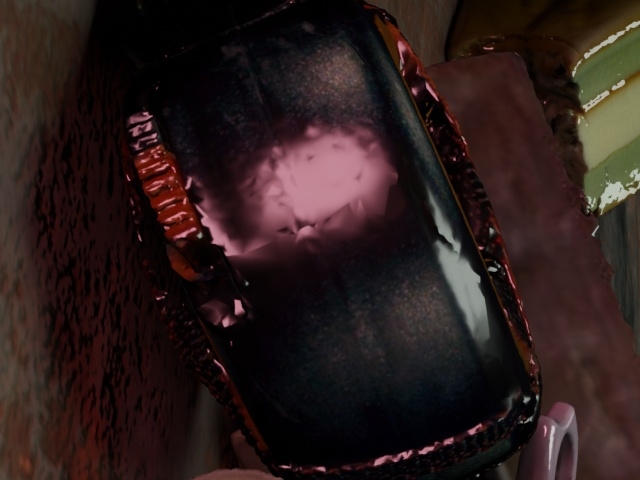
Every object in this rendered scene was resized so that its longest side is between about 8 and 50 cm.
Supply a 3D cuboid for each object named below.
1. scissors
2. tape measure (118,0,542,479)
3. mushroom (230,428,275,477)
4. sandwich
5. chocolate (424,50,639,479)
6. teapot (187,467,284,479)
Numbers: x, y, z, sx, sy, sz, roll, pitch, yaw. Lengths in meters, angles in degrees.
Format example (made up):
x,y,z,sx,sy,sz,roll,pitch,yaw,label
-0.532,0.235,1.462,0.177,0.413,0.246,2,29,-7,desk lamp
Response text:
x,y,z,sx,sy,sz,roll,pitch,yaw,label
0.095,0.159,0.769,0.212,0.021,0.110,76,32,-49,scissors
0.000,0.000,0.697,0.202,0.135,0.223,64,4,-48,tape measure
0.041,0.227,0.840,0.095,0.123,0.351,-115,-165,-78,mushroom
0.169,-0.134,1.428,0.198,0.227,0.155,-33,126,-31,sandwich
0.099,0.061,0.948,0.112,0.112,0.321,107,-31,-58,chocolate
0.004,0.204,0.660,0.251,0.183,0.183,58,29,-34,teapot
